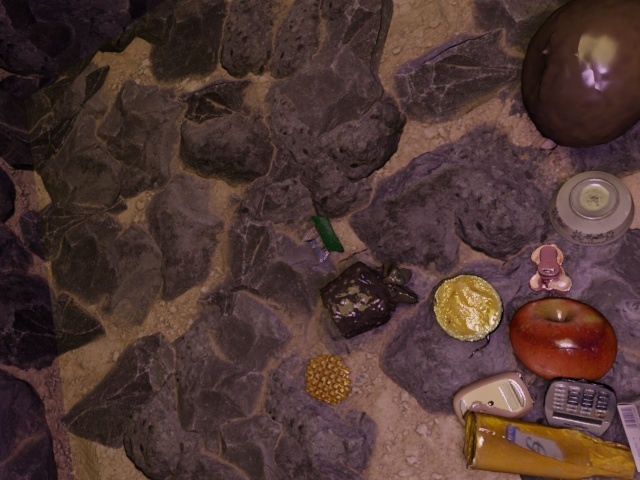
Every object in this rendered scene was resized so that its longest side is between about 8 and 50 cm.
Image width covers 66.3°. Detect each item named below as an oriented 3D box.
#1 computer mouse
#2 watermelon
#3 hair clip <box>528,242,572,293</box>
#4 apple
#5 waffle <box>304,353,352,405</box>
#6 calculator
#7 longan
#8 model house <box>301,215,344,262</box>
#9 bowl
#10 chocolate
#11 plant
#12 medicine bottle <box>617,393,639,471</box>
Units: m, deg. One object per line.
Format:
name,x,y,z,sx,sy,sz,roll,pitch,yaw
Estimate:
computer mouse,0.525,0.493,1.497,0.237,0.082,0.145,-30,69,15
watermelon,0.476,0.222,1.554,0.204,0.127,0.232,-44,63,9
hair clip,0.715,0.090,1.534,0.123,0.102,0.138,-4,44,22
apple,0.682,0.282,1.391,0.272,0.251,0.206,-4,119,23
waffle,0.027,0.493,1.746,0.191,0.038,0.191,-6,75,24
calculator,0.710,0.453,1.347,0.177,0.268,0.040,5,48,24
longan,0.790,-0.503,1.429,0.404,0.404,0.435,28,93,27
model house,0.000,0.000,1.841,0.088,0.117,0.167,-40,66,29
bowl,0.819,-0.109,1.480,0.238,0.126,0.237,-6,74,24
chocolate,0.631,0.575,1.365,0.446,0.162,0.162,5,80,7
plant,0.171,0.181,1.657,0.312,0.213,0.215,-27,67,6
medicine bottle,0.864,0.495,1.284,0.052,0.201,0.171,-28,67,46
